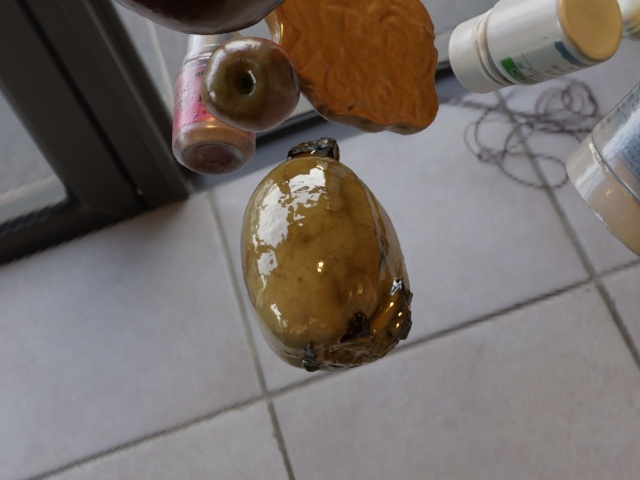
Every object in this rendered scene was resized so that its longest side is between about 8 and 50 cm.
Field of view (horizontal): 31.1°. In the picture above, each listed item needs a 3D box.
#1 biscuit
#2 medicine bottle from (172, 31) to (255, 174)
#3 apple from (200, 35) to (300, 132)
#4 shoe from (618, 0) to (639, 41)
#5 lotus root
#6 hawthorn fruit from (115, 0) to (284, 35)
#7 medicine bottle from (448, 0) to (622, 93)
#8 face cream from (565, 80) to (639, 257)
[{"bbox_3d":[0.061,-0.372,2.056,0.062,0.385,0.365,-27,57,49],"label":"biscuit"},{"bbox_3d":[-0.181,-0.244,1.971,0.147,0.147,0.247,-7,62,9],"label":"medicine bottle"},{"bbox_3d":[-0.105,-0.229,1.695,0.146,0.131,0.146,1,101,6],"label":"apple"},{"bbox_3d":[0.432,-0.472,1.713,0.160,0.132,0.363,19,56,-28],"label":"shoe"},{"bbox_3d":[0.000,0.000,1.220,0.183,0.182,0.310,-13,51,5],"label":"lotus root"},{"bbox_3d":[-0.158,-0.376,1.371,0.268,0.267,0.301,12,19,20],"label":"hawthorn fruit"},{"bbox_3d":[0.305,-0.292,1.661,0.237,0.139,0.139,-15,45,53],"label":"medicine bottle"},{"bbox_3d":[0.351,-0.073,1.103,0.153,0.177,0.177,-49,52,26],"label":"face cream"}]
